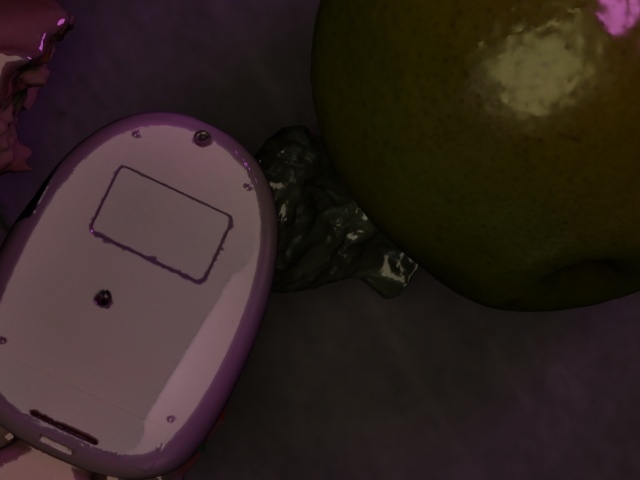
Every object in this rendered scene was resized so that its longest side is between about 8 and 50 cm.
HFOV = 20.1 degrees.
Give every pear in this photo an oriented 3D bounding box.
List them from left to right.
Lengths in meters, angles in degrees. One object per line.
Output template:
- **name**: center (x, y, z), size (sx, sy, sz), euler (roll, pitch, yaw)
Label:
- **pear**: center (0.077, -0.083, 0.688), size (0.166, 0.180, 0.216), euler (-33, 64, 37)

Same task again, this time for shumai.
- **shumai**: center (0.000, 0.000, 0.738), size (0.080, 0.082, 0.083), euler (30, 114, 2)

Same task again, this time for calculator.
- **calculator**: center (-0.077, 0.030, 0.683), size (0.103, 0.024, 0.166), euler (25, 88, -2)

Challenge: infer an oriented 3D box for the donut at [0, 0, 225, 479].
- **donut**: center (-0.154, 0.023, 0.740), size (0.199, 0.085, 0.232), euler (-23, 90, 2)
